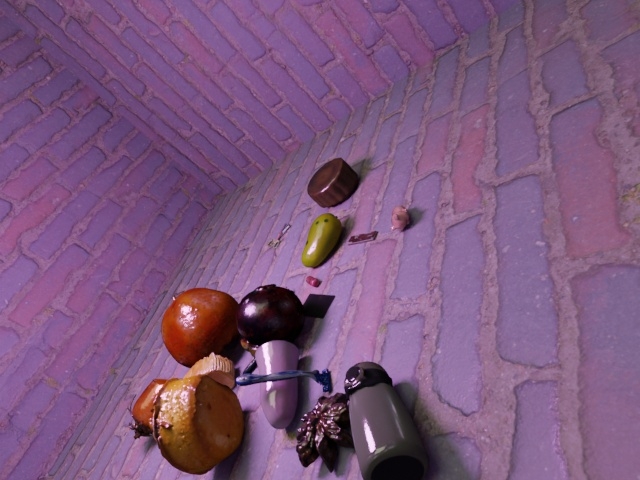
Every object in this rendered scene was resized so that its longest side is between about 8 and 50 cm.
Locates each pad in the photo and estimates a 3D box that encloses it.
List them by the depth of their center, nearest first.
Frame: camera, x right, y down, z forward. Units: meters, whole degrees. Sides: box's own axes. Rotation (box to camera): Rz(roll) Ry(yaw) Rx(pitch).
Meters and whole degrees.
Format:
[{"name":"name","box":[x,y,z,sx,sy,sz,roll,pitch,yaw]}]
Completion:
[{"name":"pad","box":[-0.020,0.283,1.837,0.193,0.004,0.116,-6,47,53]}]

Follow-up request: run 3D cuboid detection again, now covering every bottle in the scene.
[{"name":"bottle","box":[0.154,0.472,1.128,0.168,0.168,0.347,-42,23,10]}]

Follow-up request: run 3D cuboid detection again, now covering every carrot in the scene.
[{"name":"carrot","box":[-0.807,0.813,2.055,0.193,0.214,0.330,-3,53,56]}]

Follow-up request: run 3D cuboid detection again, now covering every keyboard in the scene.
[{"name":"keyboard","box":[0.188,-0.010,1.922,0.166,0.017,0.055,-13,42,49]}]

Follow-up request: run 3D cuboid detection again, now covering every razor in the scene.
[{"name":"razor","box":[-0.127,0.470,1.447,0.325,0.056,0.093,1,31,-4]}]

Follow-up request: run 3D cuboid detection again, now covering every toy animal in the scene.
[{"name":"toy animal","box":[0.329,-0.096,1.760,0.089,0.083,0.150,-11,21,20]}]

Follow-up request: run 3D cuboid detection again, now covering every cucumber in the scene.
[{"name":"cucumber","box":[-0.300,0.551,1.855,0.133,0.032,0.032,-48,26,0]}]

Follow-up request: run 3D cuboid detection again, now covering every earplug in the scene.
[{"name":"earplug","box":[-0.151,0.532,1.524,0.172,0.172,0.301,-38,32,19]}]

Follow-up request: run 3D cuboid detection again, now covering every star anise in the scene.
[{"name":"star anise","box":[0.009,0.569,1.283,0.223,0.109,0.235,-23,33,33]}]

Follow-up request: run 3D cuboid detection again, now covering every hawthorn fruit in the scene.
[{"name":"hawthorn fruit","box":[-0.591,0.401,2.073,0.403,0.403,0.402,-36,28,23]}]

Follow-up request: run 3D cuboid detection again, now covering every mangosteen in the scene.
[{"name":"mangosteen","box":[-0.208,0.336,1.758,0.311,0.311,0.311,-36,28,23]}]

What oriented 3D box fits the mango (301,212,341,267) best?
[{"name":"mango","box":[0.000,0.000,2.063,0.292,0.143,0.175,-62,26,-9]}]

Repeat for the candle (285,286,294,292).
[{"name":"candle","box":[-0.251,0.361,2.028,0.329,0.048,0.051,-51,34,-8]}]

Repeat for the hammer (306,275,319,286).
[{"name":"hammer","box":[-0.037,0.191,1.956,0.043,0.043,0.083,-52,28,-9]}]

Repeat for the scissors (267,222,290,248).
[{"name":"scissors","box":[-0.253,-0.030,2.616,0.187,0.020,0.134,-55,30,-11]}]

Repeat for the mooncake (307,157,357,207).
[{"name":"mooncake","box":[0.067,-0.317,2.376,0.291,0.161,0.290,-36,29,24]}]

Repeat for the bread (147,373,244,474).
[{"name":"bread","box":[-0.444,0.658,1.556,0.204,0.358,0.336,-31,44,11]}]

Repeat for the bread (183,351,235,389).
[{"name":"bread","box":[-0.504,0.624,1.895,0.250,0.179,0.133,-42,23,10]}]
